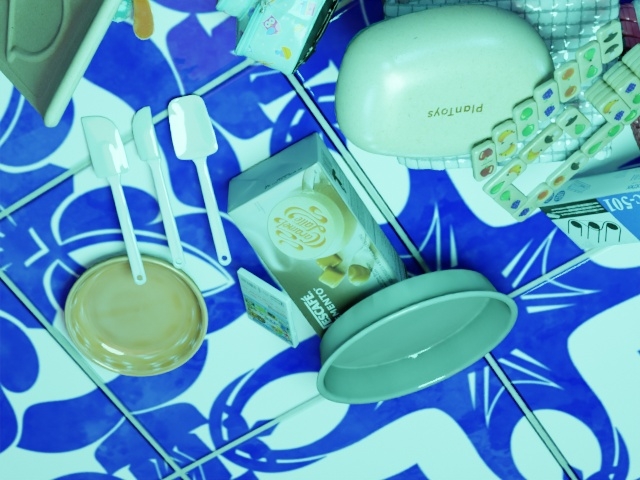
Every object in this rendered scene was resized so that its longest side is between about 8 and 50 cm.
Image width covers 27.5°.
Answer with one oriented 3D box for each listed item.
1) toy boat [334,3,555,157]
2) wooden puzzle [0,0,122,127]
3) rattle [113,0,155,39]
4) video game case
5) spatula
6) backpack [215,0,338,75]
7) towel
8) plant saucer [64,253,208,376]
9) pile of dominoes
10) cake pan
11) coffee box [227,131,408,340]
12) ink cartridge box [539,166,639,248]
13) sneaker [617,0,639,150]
[{"bbox_3d":[0.150,-0.243,1.470,0.267,0.148,0.318,-4,128,-19],"label":"toy boat"},{"bbox_3d":[-0.300,-0.348,1.455,0.080,0.348,0.322,0,131,-51],"label":"wooden puzzle"},{"bbox_3d":[-0.226,-0.364,1.579,0.130,0.143,0.200,0,143,35],"label":"rattle"},{"bbox_3d":[-0.071,0.093,1.800,0.087,0.011,0.122,31,153,23],"label":"video game case"},{"bbox_3d":[-0.207,-0.064,1.738,0.168,0.019,0.242,-12,108,2],"label":"spatula"},{"bbox_3d":[-0.046,-0.297,1.545,0.144,0.166,0.188,14,115,-8],"label":"backpack"},{"bbox_3d":[0.223,-0.220,1.629,0.283,0.121,0.235,-5,118,3],"label":"towel"},{"bbox_3d":[-0.257,0.101,1.841,0.199,0.037,0.200,0,121,-1],"label":"plant saucer"},{"bbox_3d":[0.295,-0.126,1.526,0.251,0.040,0.196,-44,146,12],"label":"pile of dominoes"},{"bbox_3d":[0.124,0.130,1.783,0.293,0.054,0.293,-18,152,-10],"label":"cake pan"},{"bbox_3d":[0.000,0.000,1.755,0.141,0.098,0.246,-28,117,13],"label":"coffee box"},{"bbox_3d":[0.388,-0.042,1.699,0.097,0.046,0.207,40,156,-22],"label":"ink cartridge box"},{"bbox_3d":[0.453,-0.169,1.662,0.112,0.121,0.299,-18,119,6],"label":"sneaker"}]
